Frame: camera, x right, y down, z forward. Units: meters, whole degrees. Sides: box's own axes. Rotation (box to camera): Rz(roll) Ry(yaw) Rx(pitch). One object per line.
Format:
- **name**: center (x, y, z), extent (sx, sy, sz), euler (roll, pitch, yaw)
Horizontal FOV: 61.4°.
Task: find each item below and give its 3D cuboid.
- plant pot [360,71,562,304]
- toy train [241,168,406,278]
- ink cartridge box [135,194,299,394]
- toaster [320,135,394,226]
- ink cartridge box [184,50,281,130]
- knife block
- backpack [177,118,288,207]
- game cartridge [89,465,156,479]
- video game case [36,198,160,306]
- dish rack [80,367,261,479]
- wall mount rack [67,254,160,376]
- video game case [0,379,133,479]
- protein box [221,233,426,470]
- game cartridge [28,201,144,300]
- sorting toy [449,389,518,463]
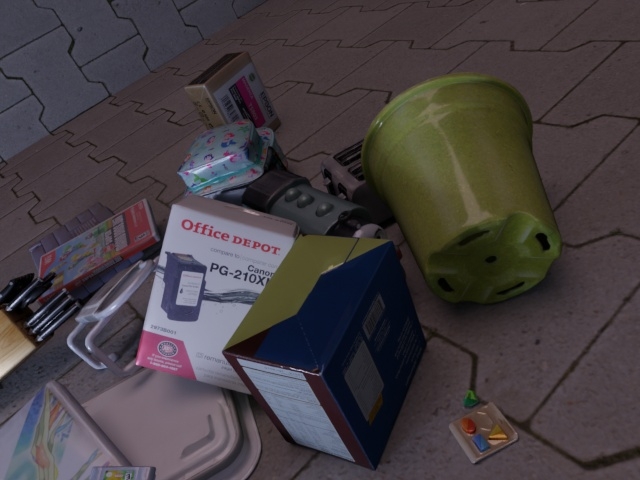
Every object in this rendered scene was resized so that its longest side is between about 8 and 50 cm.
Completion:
- **plant pot**: center (0.214, -0.056, 0.786), extent (0.276, 0.276, 0.253), euler (-18, 47, 11)
- **toy train**: center (0.000, 0.000, 0.878), extent (0.142, 0.190, 0.334), euler (-39, 36, -17)
- **ink cartridge box**: center (-0.142, 0.072, 0.764), extent (0.172, 0.237, 0.100), euler (15, 11, -3)
- **toaster**: center (0.109, -0.116, 1.033), extent (0.186, 0.110, 0.168), euler (-29, 35, -4)
- **ink cartridge box**: center (-0.231, -0.364, 1.471), extent (0.088, 0.234, 0.193), euler (7, 47, 38)
- **knife block**: center (-0.570, 0.195, 1.018), extent (0.242, 0.275, 0.088), euler (4, 5, -4)
- **backpack**: center (-0.194, -0.164, 1.238), extent (0.225, 0.191, 0.253), euler (-15, 31, 18)
- **game cartridge**: center (-0.238, 0.296, 0.635), extent (0.083, 0.017, 0.056), euler (-6, 58, 11)
- **video game case**: center (-0.510, 0.019, 1.234), extent (0.285, 0.025, 0.204), euler (-31, 35, -6)
- **dish rack**: center (-0.268, 0.287, 0.784), extent (0.333, 0.072, 0.285), euler (-28, 34, -5)
- **wall mount rack**: center (-0.296, 0.091, 0.958), extent (0.304, 0.130, 0.350), euler (-52, 19, -27)
- **video game case**: center (-0.351, 0.376, 0.640), extent (0.329, 0.036, 0.300), euler (30, 68, 32)
- **protein box**: center (0.020, 0.133, 0.675), extent (0.136, 0.201, 0.199), euler (5, 45, 32)
- **game cartridge**: center (-0.586, 0.027, 1.343), extent (0.230, 0.068, 0.355), euler (-35, 35, -19)
- **sorting toy**: center (0.183, 0.213, 0.635), extent (0.062, 0.012, 0.083), euler (-29, 35, -3)
